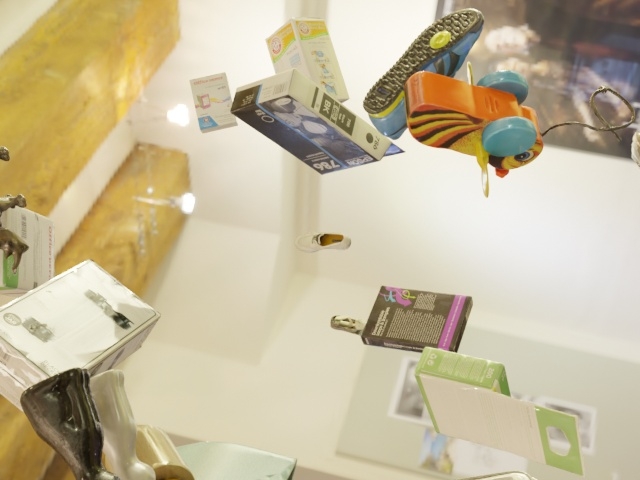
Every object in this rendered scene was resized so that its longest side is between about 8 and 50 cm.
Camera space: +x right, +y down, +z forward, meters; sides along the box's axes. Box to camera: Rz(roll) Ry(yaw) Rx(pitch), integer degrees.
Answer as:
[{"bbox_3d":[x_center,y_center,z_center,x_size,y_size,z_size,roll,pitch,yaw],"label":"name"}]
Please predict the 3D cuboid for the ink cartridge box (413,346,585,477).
[{"bbox_3d":[0.262,0.243,1.290,0.056,0.235,0.171,-61,-34,-32],"label":"ink cartridge box"}]

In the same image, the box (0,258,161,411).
[{"bbox_3d":[-0.407,0.153,1.455,0.087,0.169,0.290,-56,-6,27],"label":"box"}]

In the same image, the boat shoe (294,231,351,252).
[{"bbox_3d":[0.000,0.000,1.517,0.035,0.100,0.035,42,-127,-61],"label":"boat shoe"}]

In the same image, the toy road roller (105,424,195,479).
[{"bbox_3d":[-0.347,0.483,1.472,0.202,0.241,0.329,35,122,55],"label":"toy road roller"}]

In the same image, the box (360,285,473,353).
[{"bbox_3d":[0.160,0.133,1.501,0.029,0.162,0.116,73,-147,-43],"label":"box"}]

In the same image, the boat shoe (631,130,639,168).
[{"bbox_3d":[0.565,-0.074,1.424,0.355,0.132,0.130,-90,14,-66],"label":"boat shoe"}]

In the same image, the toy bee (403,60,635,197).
[{"bbox_3d":[0.239,-0.136,1.219,0.162,0.298,0.195,119,173,-58],"label":"toy bee"}]

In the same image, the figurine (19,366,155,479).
[{"bbox_3d":[-0.295,0.285,1.220,0.209,0.092,0.215,65,-176,12],"label":"figurine"}]

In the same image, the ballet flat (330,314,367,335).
[{"bbox_3d":[0.074,0.192,2.065,0.041,0.114,0.041,9,-90,-70],"label":"ballet flat"}]

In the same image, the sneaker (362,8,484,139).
[{"bbox_3d":[0.151,-0.227,1.246,0.209,0.069,0.082,-46,-49,2],"label":"sneaker"}]

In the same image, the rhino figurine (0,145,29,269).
[{"bbox_3d":[-0.572,-0.060,1.565,0.106,0.073,0.243,-17,-96,-40],"label":"rhino figurine"}]

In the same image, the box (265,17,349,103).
[{"bbox_3d":[-0.032,-0.394,2.075,0.103,0.114,0.203,-11,-98,-41],"label":"box"}]

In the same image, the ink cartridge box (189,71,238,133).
[{"bbox_3d":[-0.248,-0.320,2.097,0.052,0.089,0.122,77,-179,-85],"label":"ink cartridge box"}]

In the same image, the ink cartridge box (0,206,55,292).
[{"bbox_3d":[-0.591,0.022,1.724,0.219,0.093,0.160,57,-150,-80],"label":"ink cartridge box"}]

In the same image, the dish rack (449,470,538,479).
[{"bbox_3d":[0.223,0.516,1.531,0.285,0.333,0.072,-82,-27,-51],"label":"dish rack"}]

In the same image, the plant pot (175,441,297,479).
[{"bbox_3d":[-0.222,0.547,1.789,0.247,0.252,0.247,-54,-19,-60],"label":"plant pot"}]

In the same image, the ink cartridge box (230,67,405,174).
[{"bbox_3d":[0.001,-0.209,1.753,0.333,0.165,0.065,29,-117,-39],"label":"ink cartridge box"}]
